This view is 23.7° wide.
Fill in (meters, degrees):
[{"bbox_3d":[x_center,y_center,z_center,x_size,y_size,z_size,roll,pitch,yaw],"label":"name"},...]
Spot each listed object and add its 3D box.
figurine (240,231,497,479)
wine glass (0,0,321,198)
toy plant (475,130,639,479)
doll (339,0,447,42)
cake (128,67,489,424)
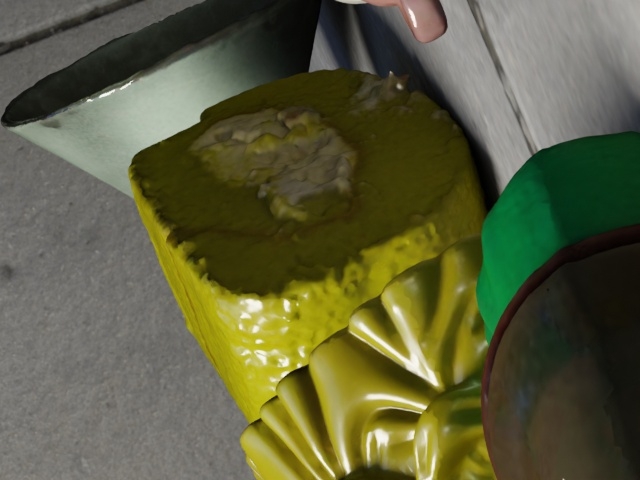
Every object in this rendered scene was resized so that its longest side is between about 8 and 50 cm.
[{"bbox_3d":[0.112,0.167,0.517,0.168,0.187,0.315,11,-134,-54],"label":"figurine"},{"bbox_3d":[-0.033,0.017,1.178,0.406,0.267,0.267,63,178,-18],"label":"wine glass"},{"bbox_3d":[0.102,0.043,0.421,0.143,0.105,0.200,49,-158,-17],"label":"toy plant"},{"bbox_3d":[-0.009,-0.195,0.591,0.211,0.093,0.262,2,-118,-87],"label":"doll"},{"bbox_3d":[0.000,0.000,0.908,0.260,0.179,0.156,51,162,55],"label":"cake"}]
